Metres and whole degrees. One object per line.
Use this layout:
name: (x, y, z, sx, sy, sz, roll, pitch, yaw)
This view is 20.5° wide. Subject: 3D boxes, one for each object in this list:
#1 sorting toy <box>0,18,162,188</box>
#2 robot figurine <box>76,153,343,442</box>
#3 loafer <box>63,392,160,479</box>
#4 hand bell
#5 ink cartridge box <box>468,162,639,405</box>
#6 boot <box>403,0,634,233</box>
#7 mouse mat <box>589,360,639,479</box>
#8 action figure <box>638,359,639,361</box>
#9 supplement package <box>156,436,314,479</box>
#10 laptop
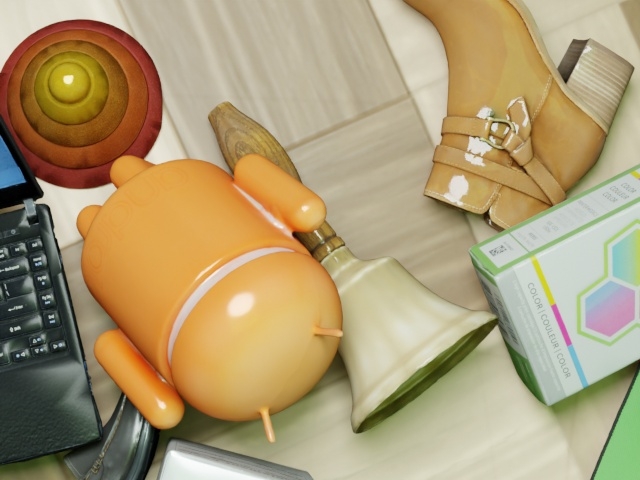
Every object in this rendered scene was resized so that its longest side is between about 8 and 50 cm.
sorting toy: (-0.289, -0.093, 1.183, 0.365, 0.126, 0.127, -3, 87, -5)
robot figurine: (-0.072, 0.033, 1.160, 0.158, 0.128, 0.219, -31, 51, -20)
loafer: (-0.147, 0.155, 1.213, 0.061, 0.062, 0.170, 13, 85, 2)
hand bell: (0.000, 0.000, 1.221, 0.126, 0.126, 0.242, -37, 79, -5)
ink cartridge box: (0.219, 0.014, 1.225, 0.209, 0.062, 0.109, -26, 114, -6)
boot: (0.107, -0.099, 1.240, 0.197, 0.073, 0.152, 29, 89, 1)
mouse mat: (0.243, 0.182, 1.195, 0.007, 0.152, 0.190, 12, 102, -44)
action figure: (0.266, 0.068, 1.263, 0.115, 0.030, 0.038, -18, 94, -3)
supplement package: (-0.063, 0.194, 1.155, 0.105, 0.179, 0.105, 16, 86, -3)
laptop: (-0.295, 0.033, 1.152, 0.234, 0.136, 0.264, -14, 86, 6)
